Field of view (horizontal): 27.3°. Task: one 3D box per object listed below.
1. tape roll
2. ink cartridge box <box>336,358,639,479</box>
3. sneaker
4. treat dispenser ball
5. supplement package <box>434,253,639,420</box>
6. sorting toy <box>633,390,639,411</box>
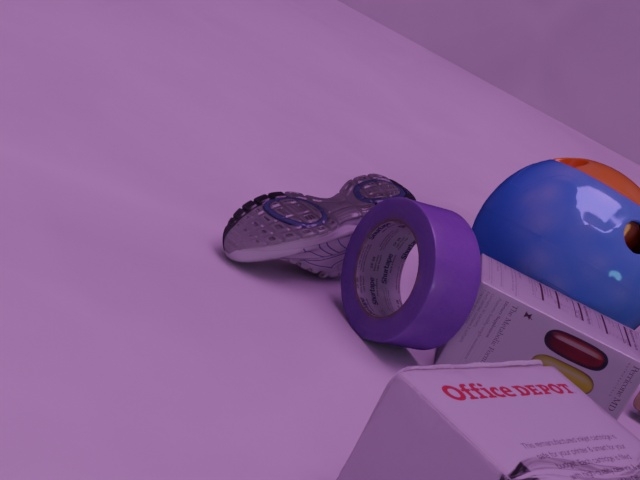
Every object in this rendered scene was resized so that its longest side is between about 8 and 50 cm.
[{"bbox_3d":[0.114,0.043,1.699,0.080,0.189,0.189,14,23,-35],"label":"tape roll"},{"bbox_3d":[0.245,0.296,1.246,0.285,0.166,0.395,5,29,-48],"label":"ink cartridge box"},{"bbox_3d":[0.000,0.000,1.797,0.297,0.129,0.111,-10,39,-31],"label":"sneaker"},{"bbox_3d":[0.360,0.022,1.925,0.288,0.288,0.288,24,19,-9],"label":"treat dispenser ball"},{"bbox_3d":[0.291,0.144,1.748,0.244,0.139,0.134,26,17,0],"label":"supplement package"},{"bbox_3d":[0.625,0.206,1.890,0.255,0.257,0.089,34,-3,15],"label":"sorting toy"}]
